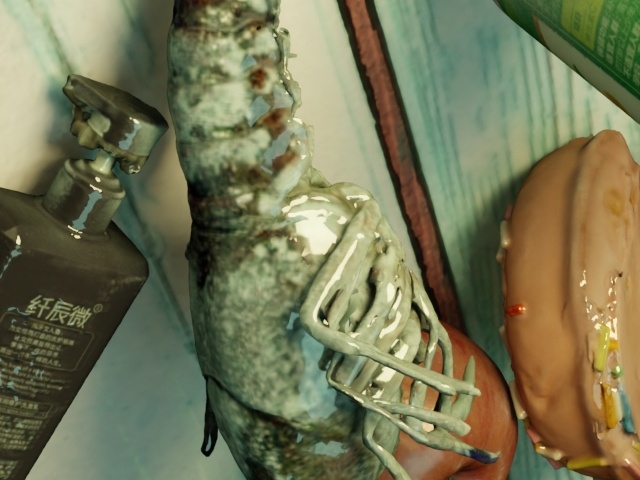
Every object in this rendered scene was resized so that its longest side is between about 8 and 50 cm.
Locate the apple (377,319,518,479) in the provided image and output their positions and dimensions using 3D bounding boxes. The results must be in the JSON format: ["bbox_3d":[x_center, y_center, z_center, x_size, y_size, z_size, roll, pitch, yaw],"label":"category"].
[{"bbox_3d":[0.051,0.121,1.128,0.153,0.120,0.153,-20,132,-23],"label":"apple"}]

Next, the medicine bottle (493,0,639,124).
[{"bbox_3d":[0.167,-0.135,0.897,0.133,0.274,0.133,-20,134,-22],"label":"medicine bottle"}]

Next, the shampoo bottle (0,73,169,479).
[{"bbox_3d":[-0.170,0.059,0.953,0.098,0.071,0.309,19,111,-42],"label":"shampoo bottle"}]

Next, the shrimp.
[{"bbox_3d":[-0.003,0.004,0.942,0.166,0.221,0.411,-25,112,-18],"label":"shrimp"}]

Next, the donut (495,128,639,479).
[{"bbox_3d":[0.177,0.060,1.149,0.085,0.199,0.233,-6,142,26],"label":"donut"}]
